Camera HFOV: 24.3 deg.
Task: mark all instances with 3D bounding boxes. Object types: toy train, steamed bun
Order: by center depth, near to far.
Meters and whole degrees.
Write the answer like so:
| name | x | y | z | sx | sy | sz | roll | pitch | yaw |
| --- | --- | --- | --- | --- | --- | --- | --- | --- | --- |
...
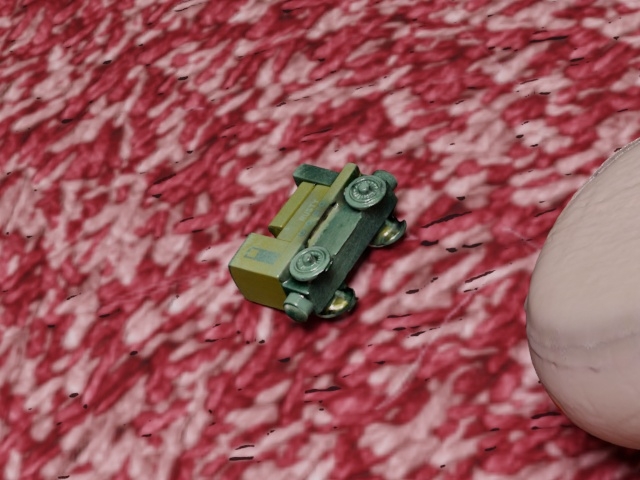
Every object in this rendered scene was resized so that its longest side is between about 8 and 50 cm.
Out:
| name | x | y | z | sx | sy | sz | roll | pitch | yaw |
| --- | --- | --- | --- | --- | --- | --- | --- | --- | --- |
| steamed bun | 0.212 | 0.028 | 0.815 | 0.177 | 0.131 | 0.228 | -12 | 31 | 45 |
| toy train | 0.000 | 0.000 | 0.955 | 0.081 | 0.050 | 0.122 | 12 | 54 | 35 |
